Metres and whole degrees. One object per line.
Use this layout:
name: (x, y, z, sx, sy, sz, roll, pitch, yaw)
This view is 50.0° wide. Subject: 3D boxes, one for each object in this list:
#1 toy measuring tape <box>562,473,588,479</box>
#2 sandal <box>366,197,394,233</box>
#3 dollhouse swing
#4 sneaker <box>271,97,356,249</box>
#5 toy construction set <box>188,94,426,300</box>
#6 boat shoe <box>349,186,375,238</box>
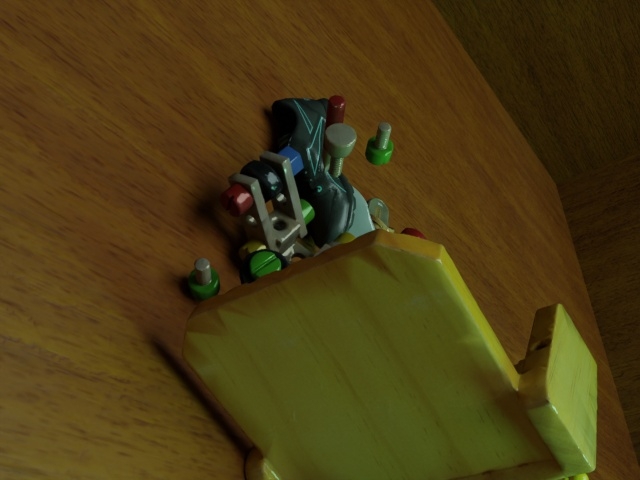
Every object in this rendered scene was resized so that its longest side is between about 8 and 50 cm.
toy measuring tape: (0.528, 0.660, 1.476, 0.121, 0.122, 0.329, 23, 73, -54)
sandal: (0.108, -0.021, 1.243, 0.072, 0.049, 0.180, 37, 37, -23)
dollhouse swing: (0.079, 0.120, 0.773, 0.304, 0.347, 0.315, 63, 28, -7)
sneaker: (-0.020, -0.107, 1.073, 0.106, 0.101, 0.267, 8, 62, -34)
toy construction set: (0.000, 0.000, 0.909, 0.237, 0.258, 0.308, 98, 5, -57)
boat shoe: (0.062, 0.002, 1.143, 0.219, 0.078, 0.070, 61, -7, 8)
